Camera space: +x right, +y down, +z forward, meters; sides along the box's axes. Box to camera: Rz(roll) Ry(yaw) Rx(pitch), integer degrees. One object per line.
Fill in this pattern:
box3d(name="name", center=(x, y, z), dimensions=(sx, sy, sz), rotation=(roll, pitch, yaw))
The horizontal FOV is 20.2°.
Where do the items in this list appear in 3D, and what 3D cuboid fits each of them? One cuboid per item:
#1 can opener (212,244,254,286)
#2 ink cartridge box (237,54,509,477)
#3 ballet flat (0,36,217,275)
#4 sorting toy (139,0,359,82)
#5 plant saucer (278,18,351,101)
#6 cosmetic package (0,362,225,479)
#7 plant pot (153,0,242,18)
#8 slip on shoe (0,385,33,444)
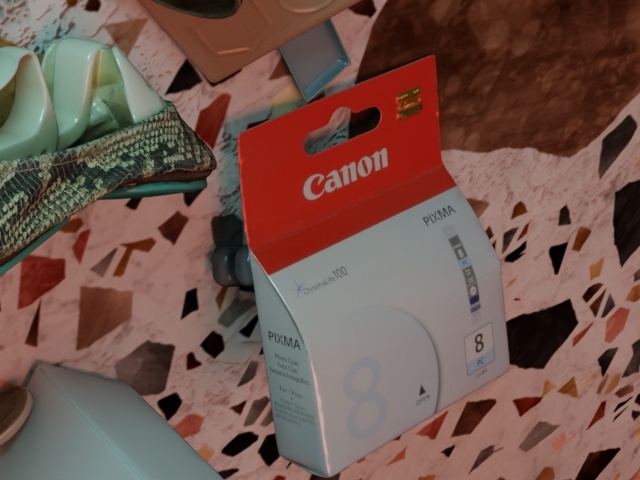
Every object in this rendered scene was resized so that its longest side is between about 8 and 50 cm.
box3d(name="can opener", center=(0.000, 0.000, 2.019), dimensions=(0.283, 0.076, 0.095), rotation=(-2, 90, -45))
box3d(name="ink cartridge box", center=(0.068, 0.024, 1.966), dimensions=(0.308, 0.091, 0.385), rotation=(-25, 119, -38))
box3d(name="ballet flat", center=(-0.238, -0.084, 1.565), dimensions=(0.483, 0.164, 0.182), rotation=(-28, 113, -59))
box3d(name="sorting toy", center=(-0.065, -0.249, 1.704), dimensions=(0.193, 0.038, 0.208), rotation=(-28, 148, 10))
box3d(name="plant saucer", center=(-0.024, -0.222, 1.827), dimensions=(0.067, 0.018, 0.192), rotation=(-42, 144, -11))
box3d(name="cosmetic package", center=(-0.189, 0.322, 1.816), dimensions=(0.156, 0.385, 0.217), rotation=(19, 109, -51))
box3d(name="plant pot", center=(-0.105, -0.343, 1.510), dimensions=(0.230, 0.215, 0.215), rotation=(-60, 145, -14))
box3d(name="slip on shoe", center=(-0.353, 0.190, 1.817), dimensions=(0.135, 0.051, 0.041), rotation=(-37, 130, -8))
